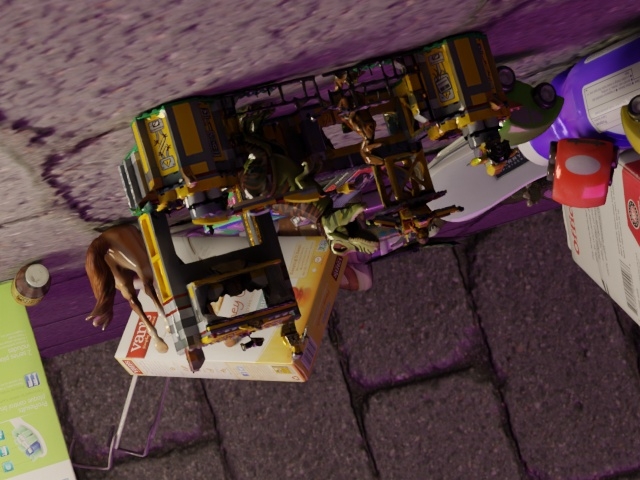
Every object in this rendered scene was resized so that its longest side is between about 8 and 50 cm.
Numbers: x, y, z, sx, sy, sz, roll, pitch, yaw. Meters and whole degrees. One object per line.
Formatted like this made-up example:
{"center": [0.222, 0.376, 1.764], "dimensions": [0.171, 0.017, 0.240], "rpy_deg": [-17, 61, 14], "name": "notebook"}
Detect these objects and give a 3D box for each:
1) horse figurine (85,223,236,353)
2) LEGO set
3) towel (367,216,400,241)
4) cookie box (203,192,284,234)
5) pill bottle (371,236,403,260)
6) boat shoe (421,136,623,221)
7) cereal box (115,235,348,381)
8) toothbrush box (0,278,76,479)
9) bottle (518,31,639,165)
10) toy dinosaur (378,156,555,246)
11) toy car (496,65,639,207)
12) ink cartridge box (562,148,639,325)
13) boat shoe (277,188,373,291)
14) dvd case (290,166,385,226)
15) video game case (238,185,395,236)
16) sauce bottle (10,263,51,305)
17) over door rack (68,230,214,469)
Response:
{"center": [-0.184, 0.044, 1.696], "dimensions": [0.066, 0.174, 0.263], "rpy_deg": [-39, 163, 11], "name": "horse figurine"}
{"center": [0.003, -0.016, 1.223], "dimensions": [0.331, 0.192, 0.255], "rpy_deg": [-15, 175, -26], "name": "LEGO set"}
{"center": [0.042, 0.001, 2.386], "dimensions": [0.370, 0.040, 0.271], "rpy_deg": [-17, -177, -8], "name": "towel"}
{"center": [-0.062, -0.040, 1.671], "dimensions": [0.107, 0.040, 0.092], "rpy_deg": [-19, 174, 15], "name": "cookie box"}
{"center": [0.067, 0.004, 2.558], "dimensions": [0.120, 0.067, 0.067], "rpy_deg": [-16, 176, -7], "name": "pill bottle"}
{"center": [0.219, -0.111, 1.663], "dimensions": [0.258, 0.095, 0.084], "rpy_deg": [-22, -155, 10], "name": "boat shoe"}
{"center": [-0.102, 0.075, 1.830], "dimensions": [0.240, 0.173, 0.047], "rpy_deg": [-1, 145, 28], "name": "cereal box"}
{"center": [-0.395, 0.207, 1.953], "dimensions": [0.122, 0.283, 0.206], "rpy_deg": [-15, 174, -19], "name": "toothbrush box"}
{"center": [0.285, -0.134, 1.454], "dimensions": [0.118, 0.092, 0.283], "rpy_deg": [-6, 171, -33], "name": "bottle"}
{"center": [0.212, -0.082, 1.919], "dimensions": [0.160, 0.121, 0.313], "rpy_deg": [-5, -172, 36], "name": "toy dinosaur"}
{"center": [0.207, -0.089, 1.374], "dimensions": [0.225, 0.053, 0.239], "rpy_deg": [17, 159, -23], "name": "toy car"}
{"center": [0.356, -0.030, 1.730], "dimensions": [0.114, 0.197, 0.273], "rpy_deg": [-17, -156, -8], "name": "ink cartridge box"}
{"center": [0.000, 0.000, 1.999], "dimensions": [0.116, 0.123, 0.324], "rpy_deg": [-11, 165, 0], "name": "boat shoe"}
{"center": [0.029, -0.058, 1.660], "dimensions": [0.119, 0.013, 0.087], "rpy_deg": [-44, 169, 20], "name": "dvd case"}
{"center": [0.008, -0.026, 2.220], "dimensions": [0.227, 0.026, 0.206], "rpy_deg": [-17, 176, 2], "name": "video game case"}
{"center": [-0.323, 0.048, 1.799], "dimensions": [0.042, 0.042, 0.128], "rpy_deg": [-16, 175, -15], "name": "sauce bottle"}
{"center": [-0.185, 0.150, 2.055], "dimensions": [0.108, 0.324, 0.239], "rpy_deg": [27, 179, 7], "name": "over door rack"}
